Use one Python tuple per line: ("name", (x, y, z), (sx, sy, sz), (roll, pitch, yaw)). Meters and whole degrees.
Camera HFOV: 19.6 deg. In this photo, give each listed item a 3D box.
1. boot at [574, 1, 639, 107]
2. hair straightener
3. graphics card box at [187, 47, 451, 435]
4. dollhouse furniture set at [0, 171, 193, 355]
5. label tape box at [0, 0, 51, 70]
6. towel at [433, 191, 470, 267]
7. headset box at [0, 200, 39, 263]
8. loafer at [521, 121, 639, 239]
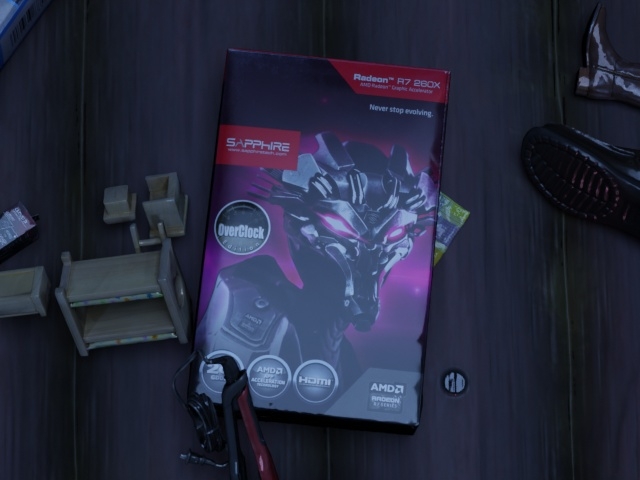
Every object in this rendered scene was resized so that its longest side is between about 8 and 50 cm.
("boot", (0.332, -0.190, 1.961), (0.114, 0.037, 0.106), (11, 90, 0))
("hair straightener", (-0.094, 0.201, 1.772), (0.089, 0.047, 0.230), (-10, 120, 10))
("graphics card box", (0.000, 0.000, 1.855), (0.232, 0.094, 0.371), (7, 78, 0))
("dollhouse furniture set", (-0.223, 0.028, 1.854), (0.181, 0.101, 0.161), (-7, 43, 8))
("label tape box", (-0.460, -0.274, 1.867), (0.333, 0.106, 0.241), (32, 76, 2))
("towel", (0.110, -0.012, 1.915), (0.060, 0.009, 0.083), (36, 77, 4))
("headset box", (-0.316, -0.002, 1.844), (0.083, 0.062, 0.032), (-34, 84, -12))
("loafer", (0.310, -0.059, 1.921), (0.220, 0.080, 0.078), (30, 44, 2))
